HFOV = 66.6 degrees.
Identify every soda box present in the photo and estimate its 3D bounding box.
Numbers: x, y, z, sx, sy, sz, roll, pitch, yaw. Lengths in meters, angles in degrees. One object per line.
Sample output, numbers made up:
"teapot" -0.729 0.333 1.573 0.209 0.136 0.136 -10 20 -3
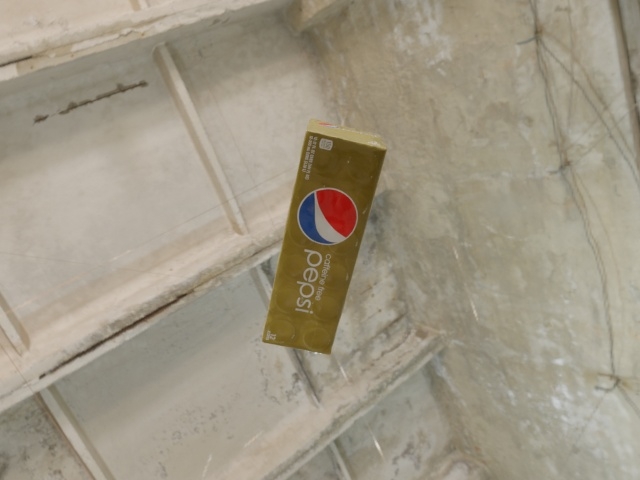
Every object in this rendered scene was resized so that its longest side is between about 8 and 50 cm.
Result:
"soda box" 0.000 0.000 0.398 0.061 0.058 0.182 12 -68 -4
